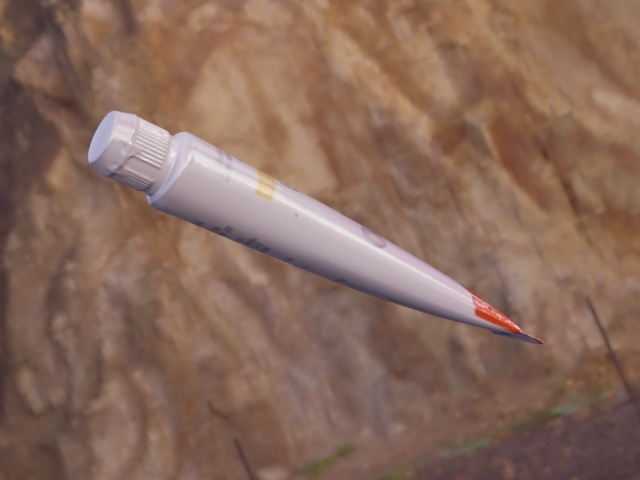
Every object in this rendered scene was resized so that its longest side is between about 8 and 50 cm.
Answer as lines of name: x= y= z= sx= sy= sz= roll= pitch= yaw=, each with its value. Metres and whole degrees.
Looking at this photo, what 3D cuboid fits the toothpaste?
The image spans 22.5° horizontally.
toothpaste: x=0.000 y=0.000 z=0.617 sx=0.190 sy=0.031 sz=0.048 roll=25 pitch=-6 yaw=-23
